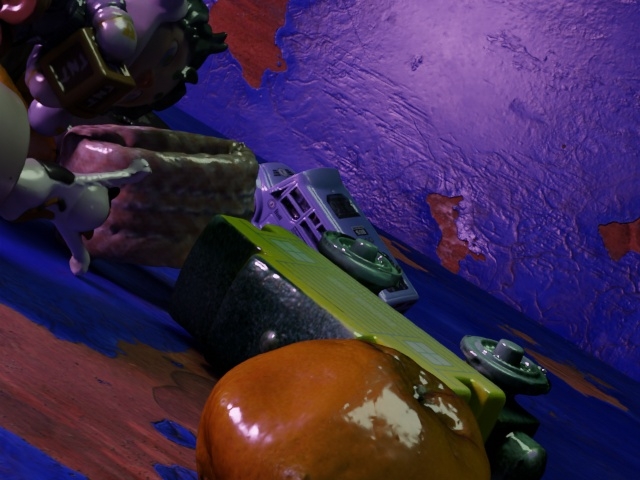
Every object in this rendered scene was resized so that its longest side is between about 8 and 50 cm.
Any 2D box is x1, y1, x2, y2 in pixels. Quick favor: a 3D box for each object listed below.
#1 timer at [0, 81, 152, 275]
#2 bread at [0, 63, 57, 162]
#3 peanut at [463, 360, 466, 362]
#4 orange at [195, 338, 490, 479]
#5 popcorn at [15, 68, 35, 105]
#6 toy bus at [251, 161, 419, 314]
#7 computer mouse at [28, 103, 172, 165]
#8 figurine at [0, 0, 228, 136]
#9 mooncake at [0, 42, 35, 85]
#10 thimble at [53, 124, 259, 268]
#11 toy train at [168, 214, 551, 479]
[{"bbox_3d":[-0.307,-0.062,1.610,0.266,0.175,0.175,27,6,-46],"label":"timer"},{"bbox_3d":[-0.490,-0.208,1.816,0.314,0.191,0.370,23,11,-47],"label":"bread"},{"bbox_3d":[0.166,0.188,2.006,0.082,0.082,0.187,34,9,33],"label":"peanut"},{"bbox_3d":[0.020,0.170,1.168,0.249,0.183,0.249,30,6,-3],"label":"orange"},{"bbox_3d":[-0.503,-0.364,2.513,0.325,0.290,0.321,50,10,13],"label":"popcorn"},{"bbox_3d":[0.000,0.000,2.118,0.125,0.133,0.292,-7,59,-57],"label":"toy bus"},{"bbox_3d":[-0.316,-0.132,2.248,0.183,0.116,0.323,34,15,13],"label":"computer mouse"},{"bbox_3d":[-0.243,-0.225,1.709,0.186,0.261,0.382,64,19,8],"label":"figurine"},{"bbox_3d":[-0.477,-0.318,2.240,0.155,0.284,0.284,28,7,-6],"label":"mooncake"},{"bbox_3d":[-0.193,-0.051,1.827,0.229,0.148,0.196,5,14,-11],"label":"thimble"},{"bbox_3d":[0.036,0.122,1.658,0.442,0.179,0.272,36,16,37],"label":"toy train"}]
